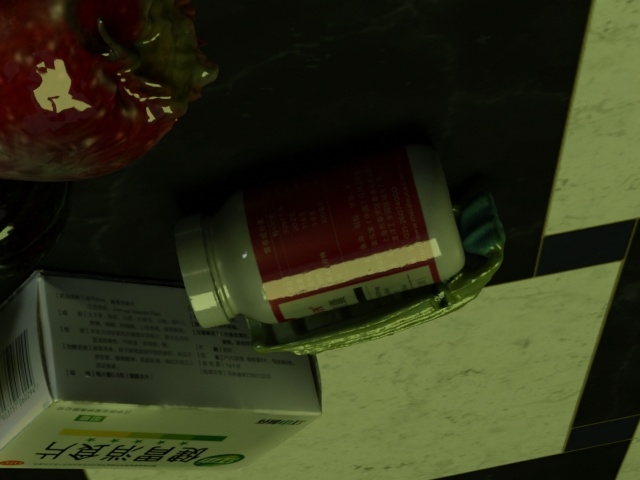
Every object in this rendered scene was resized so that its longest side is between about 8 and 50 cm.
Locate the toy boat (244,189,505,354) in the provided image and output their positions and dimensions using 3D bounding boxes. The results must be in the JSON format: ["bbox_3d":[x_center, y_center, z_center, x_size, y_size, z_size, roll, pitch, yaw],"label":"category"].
[{"bbox_3d":[0.058,0.039,1.733,0.276,0.111,0.084,-22,156,14],"label":"toy boat"}]

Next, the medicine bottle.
[{"bbox_3d":[0.000,0.000,1.604,0.250,0.131,0.131,-15,154,4],"label":"medicine bottle"}]

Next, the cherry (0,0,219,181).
[{"bbox_3d":[-0.203,-0.123,1.206,0.250,0.175,0.192,-22,169,24],"label":"cherry"}]

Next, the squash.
[{"bbox_3d":[-0.288,-0.043,1.364,0.193,0.156,0.193,2,133,2],"label":"squash"}]

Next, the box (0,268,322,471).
[{"bbox_3d":[-0.176,0.141,1.798,0.333,0.145,0.173,6,151,-35],"label":"box"}]
